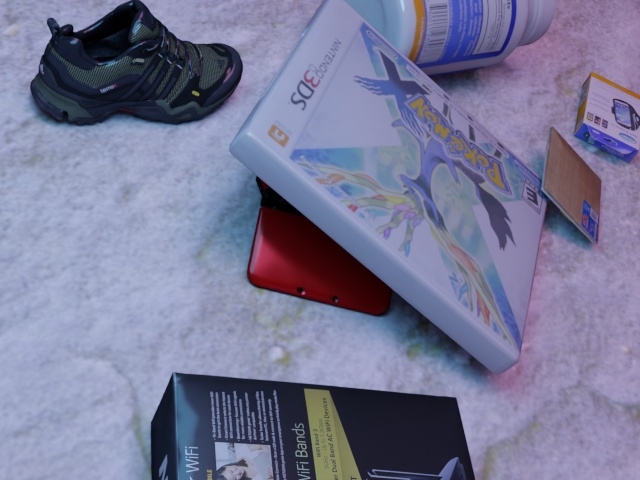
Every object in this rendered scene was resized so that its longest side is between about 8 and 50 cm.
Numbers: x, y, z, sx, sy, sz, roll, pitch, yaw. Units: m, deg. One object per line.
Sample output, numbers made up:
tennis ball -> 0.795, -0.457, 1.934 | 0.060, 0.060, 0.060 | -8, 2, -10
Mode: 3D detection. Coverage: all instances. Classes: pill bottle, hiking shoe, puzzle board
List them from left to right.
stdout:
hiking shoe -> -0.166, -0.179, 1.029 | 0.226, 0.114, 0.086 | -14, 58, -35
pill bottle -> 0.149, -0.276, 1.245 | 0.272, 0.152, 0.152 | -16, 59, -36
puzzle board -> 0.287, -0.063, 1.195 | 0.096, 0.011, 0.128 | 44, 37, -18

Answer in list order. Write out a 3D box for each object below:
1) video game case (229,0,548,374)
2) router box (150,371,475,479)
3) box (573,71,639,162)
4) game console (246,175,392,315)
video game case -> 0.089, -0.069, 1.034 | 0.329, 0.036, 0.300 | 40, 38, -13
router box -> 0.006, 0.252, 0.749 | 0.242, 0.081, 0.309 | 9, 48, -19
box -> 0.369, -0.154, 1.334 | 0.081, 0.028, 0.136 | 26, 47, -2
game console -> 0.000, 0.000, 1.022 | 0.144, 0.085, 0.124 | 15, 15, -14
